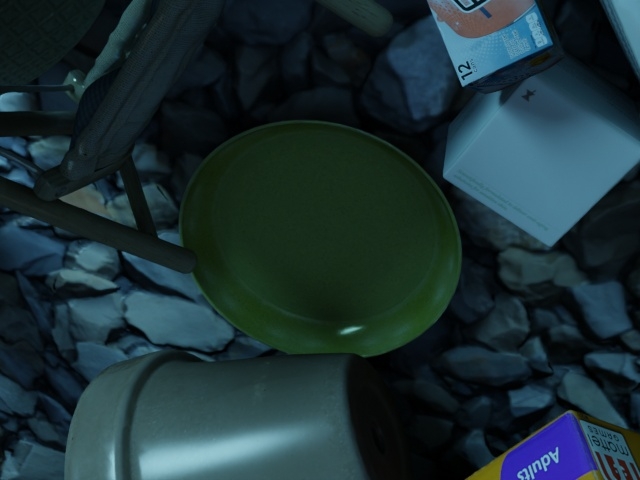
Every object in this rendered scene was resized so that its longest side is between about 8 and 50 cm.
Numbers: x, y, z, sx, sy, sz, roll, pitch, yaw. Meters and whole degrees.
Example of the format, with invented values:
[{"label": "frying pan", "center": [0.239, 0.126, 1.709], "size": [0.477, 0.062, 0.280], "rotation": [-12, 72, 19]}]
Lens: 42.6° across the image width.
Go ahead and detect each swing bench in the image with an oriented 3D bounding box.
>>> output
[{"label": "swing bench", "center": [-0.143, -0.126, 0.503], "size": [0.254, 0.165, 0.253], "rotation": [9, 135, -44]}]

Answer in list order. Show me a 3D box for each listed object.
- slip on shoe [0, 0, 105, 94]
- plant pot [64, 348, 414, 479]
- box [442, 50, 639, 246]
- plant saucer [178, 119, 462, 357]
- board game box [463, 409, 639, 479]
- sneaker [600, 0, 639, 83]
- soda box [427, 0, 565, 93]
[{"label": "slip on shoe", "center": [-0.205, -0.227, 0.567], "size": [0.101, 0.123, 0.331], "rotation": [51, 130, 17]}, {"label": "plant pot", "center": [-0.050, 0.198, 0.719], "size": [0.229, 0.263, 0.263], "rotation": [-22, 116, 18]}, {"label": "box", "center": [0.158, -0.073, 0.588], "size": [0.101, 0.087, 0.102], "rotation": [32, 123, -9]}, {"label": "plant saucer", "center": [0.000, 0.000, 0.701], "size": [0.241, 0.037, 0.241], "rotation": [6, 124, 9]}, {"label": "board game box", "center": [0.242, 0.412, 0.663], "size": [0.356, 0.356, 0.356], "rotation": [22, 127, -30]}, {"label": "sneaker", "center": [0.293, -0.123, 0.523], "size": [0.169, 0.108, 0.292], "rotation": [-29, 122, 25]}, {"label": "soda box", "center": [0.085, -0.184, 0.500], "size": [0.058, 0.063, 0.183], "rotation": [-24, 85, 24]}]
